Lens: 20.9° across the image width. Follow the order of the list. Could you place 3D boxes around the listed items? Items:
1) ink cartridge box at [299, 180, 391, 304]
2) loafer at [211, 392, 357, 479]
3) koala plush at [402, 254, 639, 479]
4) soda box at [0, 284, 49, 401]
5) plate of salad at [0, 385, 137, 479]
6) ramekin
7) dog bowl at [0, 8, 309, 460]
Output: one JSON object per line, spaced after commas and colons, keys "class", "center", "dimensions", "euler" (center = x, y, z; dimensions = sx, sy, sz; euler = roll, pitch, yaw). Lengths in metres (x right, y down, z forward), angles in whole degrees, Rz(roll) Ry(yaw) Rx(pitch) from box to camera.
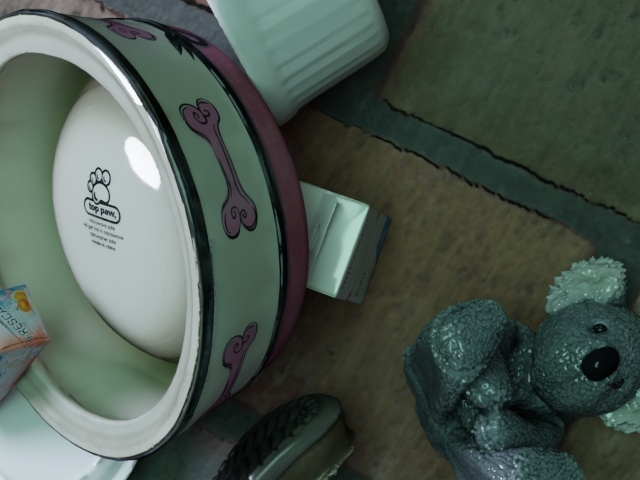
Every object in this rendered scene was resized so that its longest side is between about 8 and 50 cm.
{"class": "ink cartridge box", "center": [0.000, 0.000, 1.624], "dimensions": [0.089, 0.143, 0.092], "euler": [20, 88, 13]}
{"class": "loafer", "center": [-0.070, 0.304, 1.631], "dimensions": [0.130, 0.134, 0.366], "euler": [34, 103, -9]}
{"class": "koala plush", "center": [0.206, 0.121, 1.571], "dimensions": [0.221, 0.203, 0.196], "euler": [-26, 88, -13]}
{"class": "soda box", "center": [-0.320, 0.113, 1.627], "dimensions": [0.183, 0.058, 0.063], "euler": [-46, 65, 47]}
{"class": "plate of salad", "center": [-0.265, 0.182, 1.713], "dimensions": [0.199, 0.048, 0.200], "euler": [-3, 73, 10]}
{"class": "ramekin", "center": [-0.048, -0.257, 1.601], "dimensions": [0.135, 0.277, 0.277], "euler": [-28, 79, 1]}
{"class": "dog bowl", "center": [-0.173, -0.017, 1.569], "dimensions": [0.408, 0.150, 0.408], "euler": [22, 120, 45]}
